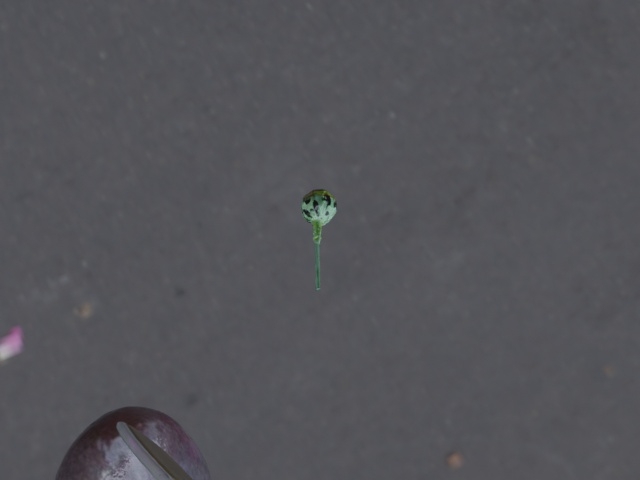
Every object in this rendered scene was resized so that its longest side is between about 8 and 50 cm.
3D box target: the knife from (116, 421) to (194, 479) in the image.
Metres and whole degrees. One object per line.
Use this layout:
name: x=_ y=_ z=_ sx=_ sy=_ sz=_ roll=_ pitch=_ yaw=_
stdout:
knife: x=-0.094 y=0.182 z=1.342 sx=0.046 sy=0.256 sz=0.022 roll=29 pitch=92 yaw=-32

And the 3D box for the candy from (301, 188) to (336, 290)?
candy: x=0.000 y=0.000 z=1.283 sx=0.023 sy=0.083 sz=0.025 roll=-26 pitch=139 yaw=29

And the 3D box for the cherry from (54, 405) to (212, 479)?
cherry: x=-0.185 y=0.243 z=1.767 sx=0.176 sy=0.140 sz=0.176 roll=-14 pitch=109 yaw=-48
